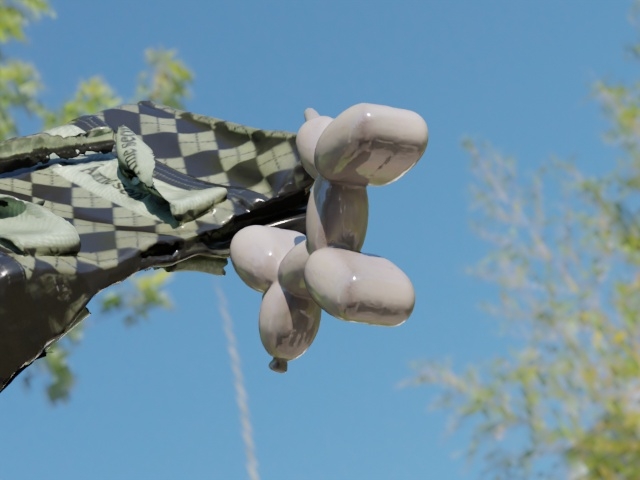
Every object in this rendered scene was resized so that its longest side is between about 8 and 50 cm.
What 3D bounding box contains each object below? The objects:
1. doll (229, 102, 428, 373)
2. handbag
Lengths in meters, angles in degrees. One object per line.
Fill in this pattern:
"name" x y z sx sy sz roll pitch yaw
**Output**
"doll" 0.000 0.000 1.109 0.059 0.161 0.160 7 -3 -28
"handbag" -0.220 0.001 1.616 0.416 0.316 0.180 -24 -68 -37
